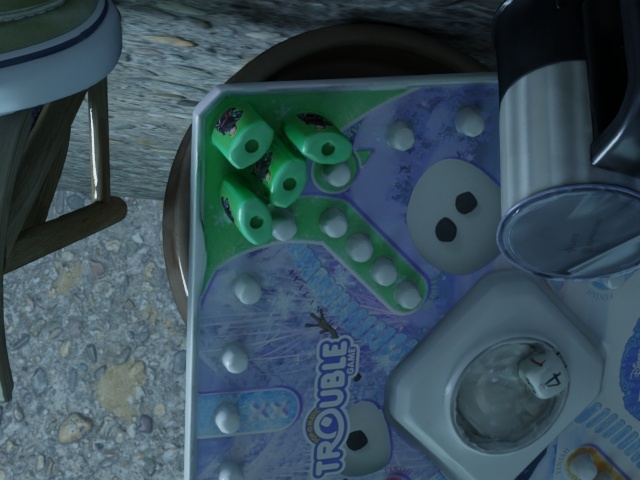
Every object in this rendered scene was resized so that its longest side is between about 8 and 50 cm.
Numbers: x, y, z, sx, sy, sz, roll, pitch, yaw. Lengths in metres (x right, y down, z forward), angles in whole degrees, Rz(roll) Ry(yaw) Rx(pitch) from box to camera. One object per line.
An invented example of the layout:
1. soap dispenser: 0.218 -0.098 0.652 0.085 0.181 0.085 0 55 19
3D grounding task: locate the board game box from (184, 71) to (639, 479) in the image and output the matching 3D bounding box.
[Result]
1. board game box: 0.114 0.093 0.875 0.390 0.390 0.050 -5 -157 -19

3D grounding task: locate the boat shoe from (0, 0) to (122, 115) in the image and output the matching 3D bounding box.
1. boat shoe: -0.260 -0.126 0.783 0.302 0.094 0.109 0 -141 4

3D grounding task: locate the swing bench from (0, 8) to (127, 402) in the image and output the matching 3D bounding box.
1. swing bench: -0.275 -0.041 0.885 0.253 0.165 0.255 5 -153 8

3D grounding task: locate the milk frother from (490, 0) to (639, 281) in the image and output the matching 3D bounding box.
1. milk frother: 0.099 -0.071 0.706 0.143 0.135 0.129 4 146 -1

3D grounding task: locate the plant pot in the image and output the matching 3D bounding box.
1. plant pot: 0.000 0.000 0.998 0.263 0.263 0.229 7 174 -20
